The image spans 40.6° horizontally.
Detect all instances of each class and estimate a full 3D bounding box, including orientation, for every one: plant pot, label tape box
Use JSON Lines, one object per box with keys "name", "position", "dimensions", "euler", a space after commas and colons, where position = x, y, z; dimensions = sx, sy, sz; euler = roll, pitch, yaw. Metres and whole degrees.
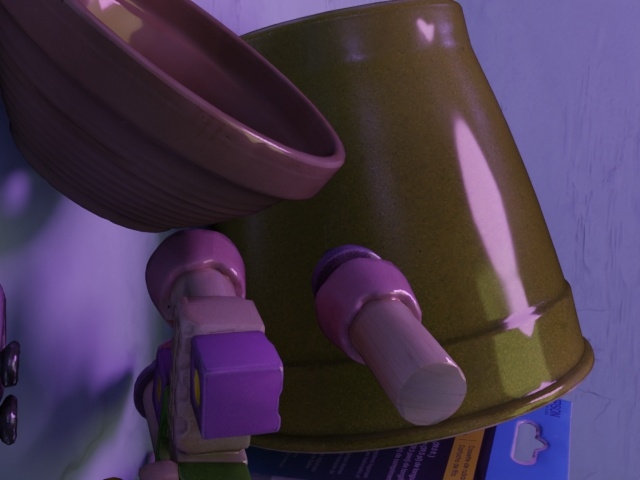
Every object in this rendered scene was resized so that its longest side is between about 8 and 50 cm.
{"name": "plant pot", "position": [0.049, -0.034, 0.834], "dimensions": [0.366, 0.366, 0.353], "euler": [-29, 109, -71]}
{"name": "plant pot", "position": [-0.108, -0.082, 0.531], "dimensions": [0.109, 0.237, 0.237], "euler": [-51, 173, 17]}
{"name": "label tape box", "position": [0.070, 0.234, 0.875], "dimensions": [0.249, 0.348, 0.115], "euler": [-41, 133, -68]}

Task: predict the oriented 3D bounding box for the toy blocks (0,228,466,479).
{"name": "toy blocks", "position": [-0.106, 0.127, 0.579], "dimensions": [0.260, 0.309, 0.288], "euler": [-127, -137, -62]}
